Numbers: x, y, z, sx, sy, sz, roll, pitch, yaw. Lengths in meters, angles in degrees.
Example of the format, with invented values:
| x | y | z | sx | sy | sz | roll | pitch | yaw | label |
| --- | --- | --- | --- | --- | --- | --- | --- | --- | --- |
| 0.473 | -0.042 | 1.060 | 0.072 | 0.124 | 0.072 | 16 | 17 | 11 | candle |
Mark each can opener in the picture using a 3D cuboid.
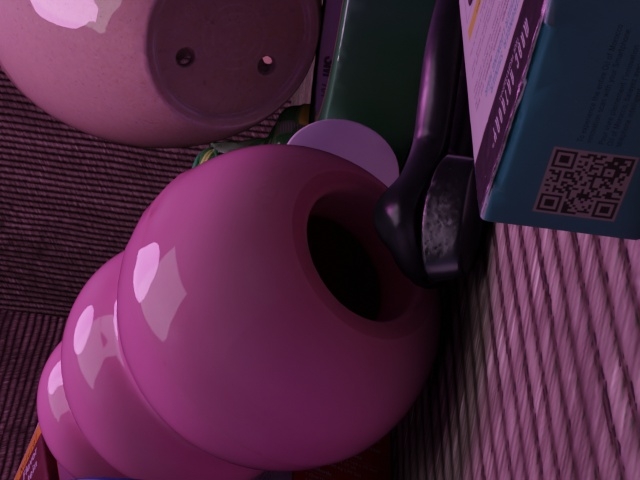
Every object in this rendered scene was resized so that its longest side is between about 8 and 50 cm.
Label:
| x | y | z | sx | sy | sz | roll | pitch | yaw | label |
| --- | --- | --- | --- | --- | --- | --- | --- | --- | --- |
| 0.077 | -0.061 | 0.777 | 0.059 | 0.073 | 0.186 | 33 | -118 | -52 | can opener |

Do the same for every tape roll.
| x | y | z | sx | sy | sz | roll | pitch | yaw | label |
| --- | --- | --- | --- | --- | --- | --- | --- | --- | --- |
| 0.049 | -0.216 | 1.153 | 0.321 | 0.077 | 0.321 | -171 | 90 | -85 | tape roll |

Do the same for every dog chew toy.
| x | y | z | sx | sy | sz | roll | pitch | yaw | label |
| --- | --- | --- | --- | --- | --- | --- | --- | --- | --- |
| -0.075 | 0.076 | 0.881 | 0.332 | 0.207 | 0.206 | -35 | 39 | 42 | dog chew toy |

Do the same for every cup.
| x | y | z | sx | sy | sz | roll | pitch | yaw | label |
| --- | --- | --- | --- | --- | --- | --- | --- | --- | --- |
| -0.129 | -0.219 | 1.244 | 0.237 | 0.331 | 0.331 | 40 | 126 | 53 | cup |

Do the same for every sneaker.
| x | y | z | sx | sy | sz | roll | pitch | yaw | label |
| --- | --- | --- | --- | --- | --- | --- | --- | --- | --- |
| -0.074 | -0.056 | 1.392 | 0.295 | 0.124 | 0.109 | 131 | 153 | -62 | sneaker |

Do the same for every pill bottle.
| x | y | z | sx | sy | sz | roll | pitch | yaw | label |
| --- | --- | --- | --- | --- | --- | --- | --- | --- | --- |
| 0.000 | 0.000 | 1.087 | 0.221 | 0.124 | 0.124 | 106 | 171 | -60 | pill bottle |

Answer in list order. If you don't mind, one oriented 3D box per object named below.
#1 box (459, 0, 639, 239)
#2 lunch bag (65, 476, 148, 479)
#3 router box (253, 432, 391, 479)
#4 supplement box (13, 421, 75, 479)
| x | y | z | sx | sy | sz | roll | pitch | yaw | label |
| --- | --- | --- | --- | --- | --- | --- | --- | --- | --- |
| 0.096 | -0.118 | 0.525 | 0.244 | 0.060 | 0.100 | -87 | 7 | -49 | box |
| -0.053 | 0.221 | 0.633 | 0.303 | 0.243 | 0.115 | 106 | 171 | -55 | lunch bag |
| -0.059 | 0.274 | 1.015 | 0.335 | 0.082 | 0.301 | -58 | 18 | 32 | router box |
| -0.176 | 0.272 | 0.973 | 0.191 | 0.129 | 0.194 | -65 | 22 | 12 | supplement box |
